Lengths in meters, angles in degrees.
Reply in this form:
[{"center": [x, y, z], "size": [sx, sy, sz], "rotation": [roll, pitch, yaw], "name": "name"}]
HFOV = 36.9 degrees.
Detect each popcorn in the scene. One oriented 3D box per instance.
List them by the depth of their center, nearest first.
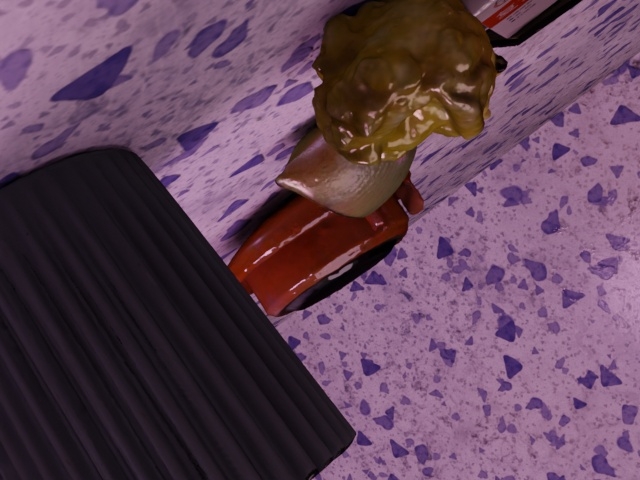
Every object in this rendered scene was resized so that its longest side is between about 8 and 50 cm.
[{"center": [0.076, -0.161, 0.920], "size": [0.197, 0.156, 0.197], "rotation": [-14, 175, -1], "name": "popcorn"}]

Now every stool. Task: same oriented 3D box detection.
[{"center": [-0.180, 0.122, 0.851], "size": [0.297, 0.330, 0.297], "rotation": [-35, 172, -5], "name": "stool"}]

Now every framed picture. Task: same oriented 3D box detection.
[{"center": [0.286, -0.300, 1.221], "size": [0.195, 0.010, 0.199], "rotation": [-35, -166, -5], "name": "framed picture"}]

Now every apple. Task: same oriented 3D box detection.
[{"center": [0.066, -0.120, 1.261], "size": [0.193, 0.120, 0.265], "rotation": [-48, 172, 15], "name": "apple"}]

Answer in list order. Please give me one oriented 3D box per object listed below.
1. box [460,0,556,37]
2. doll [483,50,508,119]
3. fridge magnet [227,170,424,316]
[{"center": [0.300, -0.353, 0.994], "size": [0.353, 0.069, 0.214], "rotation": [-39, 172, 19], "name": "box"}, {"center": [0.180, -0.207, 1.253], "size": [0.291, 0.117, 0.086], "rotation": [49, 53, -79], "name": "doll"}, {"center": [0.000, 0.000, 1.551], "size": [0.363, 0.155, 0.363], "rotation": [-33, 172, -5], "name": "fridge magnet"}]
